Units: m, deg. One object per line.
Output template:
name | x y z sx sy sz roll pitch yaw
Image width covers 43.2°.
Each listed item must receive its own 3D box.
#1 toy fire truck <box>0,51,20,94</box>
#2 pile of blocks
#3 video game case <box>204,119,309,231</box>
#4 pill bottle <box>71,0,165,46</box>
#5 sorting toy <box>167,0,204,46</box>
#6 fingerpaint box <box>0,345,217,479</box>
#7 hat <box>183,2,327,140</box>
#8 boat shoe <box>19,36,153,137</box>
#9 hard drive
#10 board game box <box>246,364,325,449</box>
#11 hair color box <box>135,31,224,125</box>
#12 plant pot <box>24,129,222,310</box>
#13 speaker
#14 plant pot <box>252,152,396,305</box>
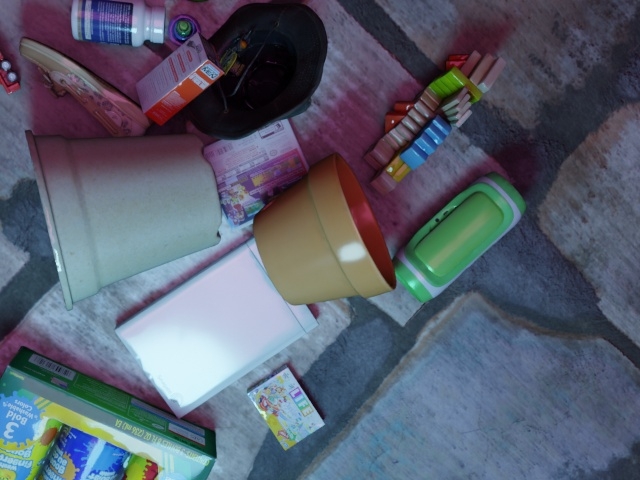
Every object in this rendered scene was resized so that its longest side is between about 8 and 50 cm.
toy fire truck | -0.647 -0.302 1.529 0.135 0.047 0.192 -30 114 -13
pile of blocks | 0.213 -0.259 1.635 0.112 0.149 0.362 41 90 -12
video game case | -0.128 -0.141 1.661 0.201 0.023 0.184 -25 101 -6
pill bottle | -0.384 -0.421 1.545 0.169 0.094 0.094 4 97 -9
sorting toy | -0.230 -0.553 1.537 0.127 0.126 0.366 12 95 -11
fingerpaint box | -0.487 0.482 1.615 0.444 0.163 0.371 28 92 -11
hat | -0.104 -0.301 1.555 0.331 0.331 0.134 -50 141 0
boat shoe | -0.458 -0.283 1.547 0.285 0.104 0.089 34 94 -14
hard drive | -0.212 0.177 1.678 0.353 0.047 0.233 -34 101 -3
board game box | -0.074 0.358 1.733 0.103 0.026 0.154 -33 101 -4
hair color box | -0.272 -0.310 1.552 0.167 0.093 0.053 -36 141 17
plant pot | -0.356 -0.067 1.505 0.305 0.334 0.334 -13 100 -18
speaker | 0.286 -0.007 1.693 0.296 0.131 0.131 -42 102 -2
plant pot | 0.000 0.000 1.584 0.203 0.291 0.291 -23 101 11
